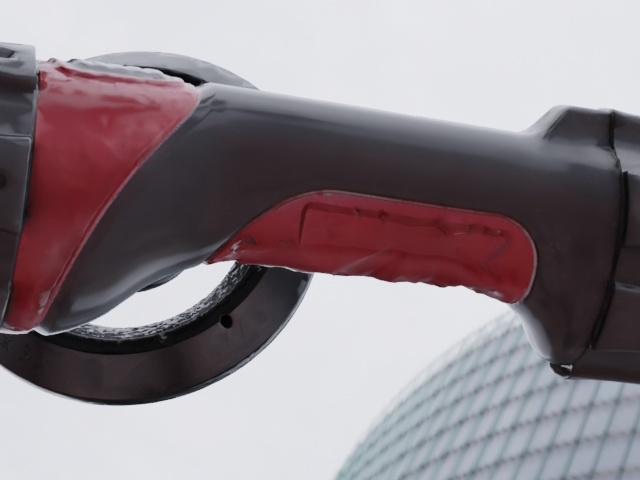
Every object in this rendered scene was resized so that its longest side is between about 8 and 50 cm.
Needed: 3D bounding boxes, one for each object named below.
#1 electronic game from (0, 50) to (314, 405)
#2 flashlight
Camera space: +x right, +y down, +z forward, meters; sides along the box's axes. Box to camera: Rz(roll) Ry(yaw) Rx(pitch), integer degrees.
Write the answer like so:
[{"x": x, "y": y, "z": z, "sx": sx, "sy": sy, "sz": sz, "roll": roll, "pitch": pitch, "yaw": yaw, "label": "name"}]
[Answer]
[{"x": -0.113, "y": -0.011, "z": 1.085, "sx": 0.229, "sy": 0.229, "sz": 0.048, "roll": 19, "pitch": -23, "yaw": 10, "label": "electronic game"}, {"x": 0.000, "y": 0.000, "z": 0.636, "sx": 0.304, "sy": 0.103, "sz": 0.103, "roll": 9, "pitch": -39, "yaw": -14, "label": "flashlight"}]
